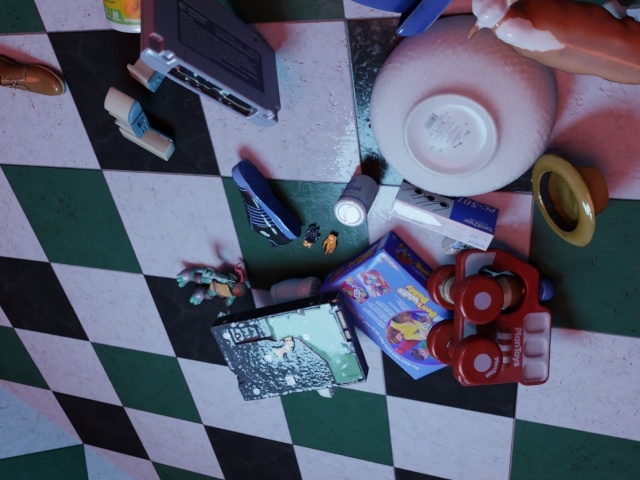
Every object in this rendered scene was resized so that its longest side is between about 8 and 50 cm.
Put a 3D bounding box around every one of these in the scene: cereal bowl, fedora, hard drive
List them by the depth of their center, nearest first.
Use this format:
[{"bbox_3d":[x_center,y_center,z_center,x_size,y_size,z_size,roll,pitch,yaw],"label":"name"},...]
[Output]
[{"bbox_3d":[0.244,-0.215,1.058,0.339,0.141,0.338,12,131,14],"label":"cereal bowl"},{"bbox_3d":[0.465,-0.084,1.076,0.079,0.194,0.194,-25,119,-4],"label":"fedora"},{"bbox_3d":[-0.074,0.266,1.460,0.339,0.064,0.236,-14,110,19],"label":"hard drive"}]

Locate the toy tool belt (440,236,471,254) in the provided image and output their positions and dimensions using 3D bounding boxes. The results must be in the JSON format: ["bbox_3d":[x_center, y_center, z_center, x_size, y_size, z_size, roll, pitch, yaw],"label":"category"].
[{"bbox_3d":[0.303,0.002,1.270,0.051,0.052,0.083,14,143,-29],"label":"toy tool belt"}]

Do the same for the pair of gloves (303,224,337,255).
[{"bbox_3d":[0.000,0.000,1.420,0.083,0.010,0.074,26,133,7],"label":"pair of gloves"}]

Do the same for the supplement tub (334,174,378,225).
[{"bbox_3d":[0.077,-0.086,1.253,0.071,0.107,0.071,12,130,14],"label":"supplement tub"}]

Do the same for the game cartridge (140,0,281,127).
[{"bbox_3d":[-0.190,-0.340,1.050,0.060,0.195,0.294,-20,153,35],"label":"game cartridge"}]

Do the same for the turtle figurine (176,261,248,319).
[{"bbox_3d":[-0.272,0.133,1.574,0.234,0.118,0.175,4,116,40],"label":"turtle figurine"}]

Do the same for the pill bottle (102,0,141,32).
[{"bbox_3d":[-0.343,-0.521,1.074,0.137,0.136,0.245,13,130,14],"label":"pill bottle"}]

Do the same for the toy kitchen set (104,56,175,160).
[{"bbox_3d":[-0.363,-0.303,1.308,0.122,0.166,0.207,30,169,0],"label":"toy kitchen set"}]

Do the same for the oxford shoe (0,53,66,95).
[{"bbox_3d":[-0.704,-0.377,1.389,0.213,0.076,0.076,15,129,10],"label":"oxford shoe"}]

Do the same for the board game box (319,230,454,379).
[{"bbox_3d":[0.201,0.166,1.416,0.347,0.078,0.233,43,130,-13],"label":"board game box"}]

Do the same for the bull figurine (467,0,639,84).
[{"bbox_3d":[0.363,-0.321,0.888,0.311,0.188,0.101,24,131,4],"label":"bull figurine"}]

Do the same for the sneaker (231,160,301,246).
[{"bbox_3d":[-0.145,-0.076,1.376,0.091,0.081,0.232,-25,114,28],"label":"sneaker"}]

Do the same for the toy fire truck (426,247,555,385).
[{"bbox_3d":[0.376,0.165,1.257,0.254,0.169,0.301,-1,96,-14],"label":"toy fire truck"}]

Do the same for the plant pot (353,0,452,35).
[{"bbox_3d":[0.136,-0.460,0.857,0.212,0.235,0.236,34,133,-14],"label":"plant pot"}]

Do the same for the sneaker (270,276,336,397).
[{"bbox_3d":[-0.041,0.254,1.566,0.150,0.135,0.365,-1,114,25],"label":"sneaker"}]

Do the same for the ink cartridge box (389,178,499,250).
[{"bbox_3d":[0.253,-0.058,1.205,0.207,0.097,0.046,22,131,7],"label":"ink cartridge box"}]
